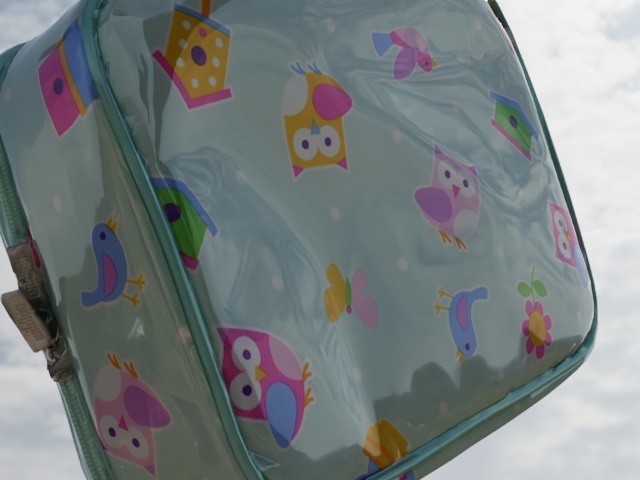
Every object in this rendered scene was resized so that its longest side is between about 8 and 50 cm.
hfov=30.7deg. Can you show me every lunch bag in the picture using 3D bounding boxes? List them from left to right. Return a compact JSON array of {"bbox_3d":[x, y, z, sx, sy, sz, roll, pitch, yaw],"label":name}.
[{"bbox_3d":[0.000,0.000,0.490,0.108,0.224,0.279,-18,-1,42],"label":"lunch bag"}]
